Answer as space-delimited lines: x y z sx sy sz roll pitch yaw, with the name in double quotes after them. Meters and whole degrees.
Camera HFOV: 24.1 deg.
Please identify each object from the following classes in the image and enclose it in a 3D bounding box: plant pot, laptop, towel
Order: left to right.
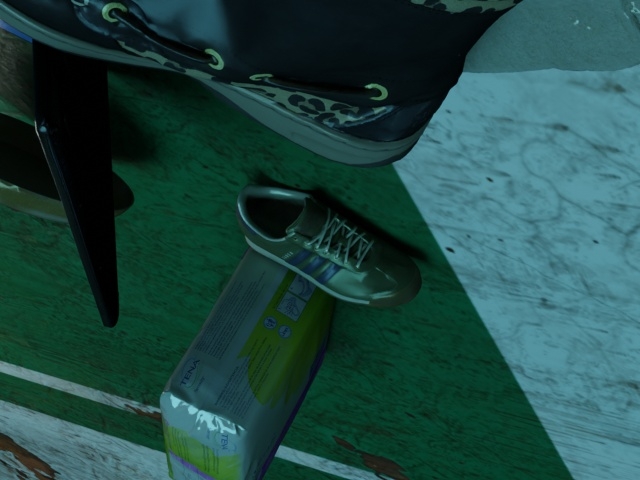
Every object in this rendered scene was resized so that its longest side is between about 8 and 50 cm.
-0.303 -0.173 1.195 0.236 0.408 0.382 -5 157 -3 "laptop"
-0.296 -0.073 1.465 0.236 0.032 0.236 25 -168 -6 "plant pot"
0.086 -0.186 0.973 0.282 0.049 0.187 5 144 42 "towel"

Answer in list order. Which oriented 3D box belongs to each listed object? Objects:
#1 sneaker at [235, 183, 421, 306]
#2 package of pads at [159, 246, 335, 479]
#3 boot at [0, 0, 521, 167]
0.000 0.000 1.399 0.192 0.064 0.086 22 160 24 "sneaker"
-0.075 0.141 1.556 0.101 0.229 0.296 26 155 9 "package of pads"
-0.052 -0.191 0.882 0.377 0.138 0.284 28 156 -11 "boot"
